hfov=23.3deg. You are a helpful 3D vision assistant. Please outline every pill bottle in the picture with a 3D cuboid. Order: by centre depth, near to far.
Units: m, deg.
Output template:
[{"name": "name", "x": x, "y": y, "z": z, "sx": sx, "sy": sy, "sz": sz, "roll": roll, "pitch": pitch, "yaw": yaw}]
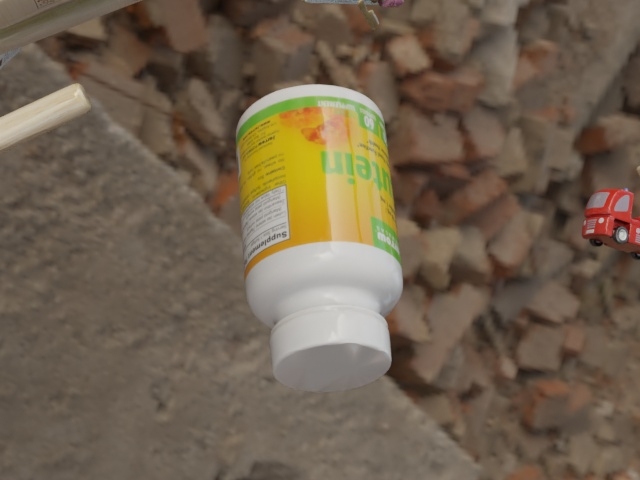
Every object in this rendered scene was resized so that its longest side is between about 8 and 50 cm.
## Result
[{"name": "pill bottle", "x": 0.000, "y": 0.000, "z": 1.351, "sx": 0.136, "sy": 0.136, "sz": 0.245, "roll": 37, "pitch": 40, "yaw": -51}]

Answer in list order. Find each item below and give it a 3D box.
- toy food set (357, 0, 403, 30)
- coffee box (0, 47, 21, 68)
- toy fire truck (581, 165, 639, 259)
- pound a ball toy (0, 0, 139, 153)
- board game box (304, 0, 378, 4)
[{"name": "toy food set", "x": 0.084, "y": -0.284, "z": 1.651, "sx": 0.122, "sy": 0.019, "sz": 0.078, "roll": -46, "pitch": 149, "yaw": -5}, {"name": "coffee box", "x": -0.387, "y": -0.180, "z": 1.407, "sx": 0.246, "sy": 0.141, "sz": 0.098, "roll": -59, "pitch": 167, "yaw": -50}, {"name": "toy fire truck", "x": 0.385, "y": -0.043, "z": 1.763, "sx": 0.192, "sy": 0.047, "sz": 0.135, "roll": 16, "pitch": 76, "yaw": -29}, {"name": "pound a ball toy", "x": -0.175, "y": -0.132, "z": 0.858, "sx": 0.319, "sy": 0.136, "sz": 0.208, "roll": -23, "pitch": 85, "yaw": -4}, {"name": "board game box", "x": 0.048, "y": -0.431, "z": 1.831, "sx": 0.144, "sy": 0.142, "sz": 0.275, "roll": -7, "pitch": 137, "yaw": -46}]
